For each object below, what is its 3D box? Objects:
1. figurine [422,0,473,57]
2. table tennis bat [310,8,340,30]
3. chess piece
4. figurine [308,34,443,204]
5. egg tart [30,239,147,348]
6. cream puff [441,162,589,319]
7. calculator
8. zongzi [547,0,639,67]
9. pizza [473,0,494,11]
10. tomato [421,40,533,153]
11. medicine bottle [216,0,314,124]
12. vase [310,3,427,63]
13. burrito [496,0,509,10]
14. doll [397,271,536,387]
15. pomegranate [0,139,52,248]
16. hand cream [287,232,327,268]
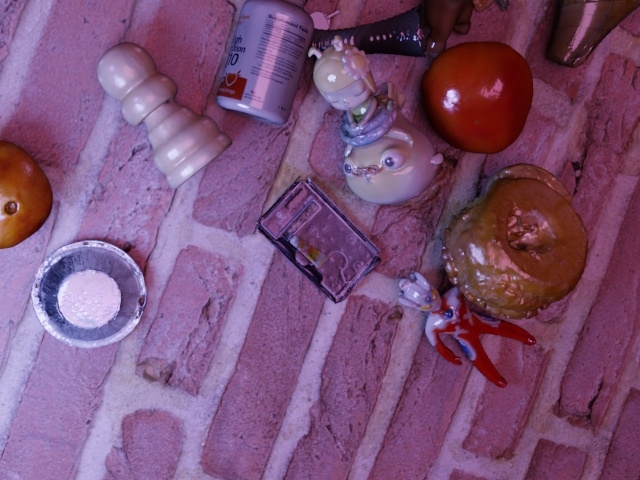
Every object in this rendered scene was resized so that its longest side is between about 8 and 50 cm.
[{"bbox_3d":[0.255,-0.562,1.761,0.173,0.247,0.177,36,58,19],"label":"figurine"},{"bbox_3d":[0.005,-0.480,1.782,0.083,0.007,0.050,-32,103,-7],"label":"table tennis bat"},{"bbox_3d":[-0.332,-0.262,1.653,0.167,0.167,0.299,-41,100,-6],"label":"chess piece"},{"bbox_3d":[0.105,-0.270,1.721,0.394,0.227,0.274,53,42,-33],"label":"figurine"},{"bbox_3d":[-0.478,0.115,1.693,0.234,0.094,0.234,-1,97,-12],"label":"egg tart"},{"bbox_3d":[0.424,0.008,1.832,0.327,0.231,0.343,8,68,-18],"label":"cream puff"},{"bbox_3d":[0.000,0.000,1.831,0.274,0.028,0.165,44,85,-15],"label":"calculator"},{"bbox_3d":[0.658,-0.500,1.902,0.256,0.115,0.228,7,99,-25],"label":"zongzi"},{"bbox_3d":[0.363,-0.565,1.841,0.078,0.025,0.083,37,131,-5],"label":"pizza"},{"bbox_3d":[0.340,-0.303,1.777,0.260,0.180,0.260,5,127,7],"label":"tomato"},{"bbox_3d":[-0.105,-0.395,1.688,0.157,0.157,0.288,15,93,-15],"label":"medicine bottle"},{"bbox_3d":[0.100,-0.425,1.725,0.237,0.115,0.115,-3,99,15],"label":"vase"},{"bbox_3d":[0.425,-0.602,1.855,0.055,0.041,0.149,16,93,-29],"label":"burrito"},{"bbox_3d":[0.329,0.190,1.910,0.384,0.099,0.188,33,89,-19],"label":"doll"},{"bbox_3d":[-0.622,-0.086,1.579,0.209,0.209,0.209,-2,97,-14],"label":"pomegranate"},{"bbox_3d":[-0.030,0.019,1.801,0.102,0.022,0.035,40,75,-18],"label":"hand cream"}]
